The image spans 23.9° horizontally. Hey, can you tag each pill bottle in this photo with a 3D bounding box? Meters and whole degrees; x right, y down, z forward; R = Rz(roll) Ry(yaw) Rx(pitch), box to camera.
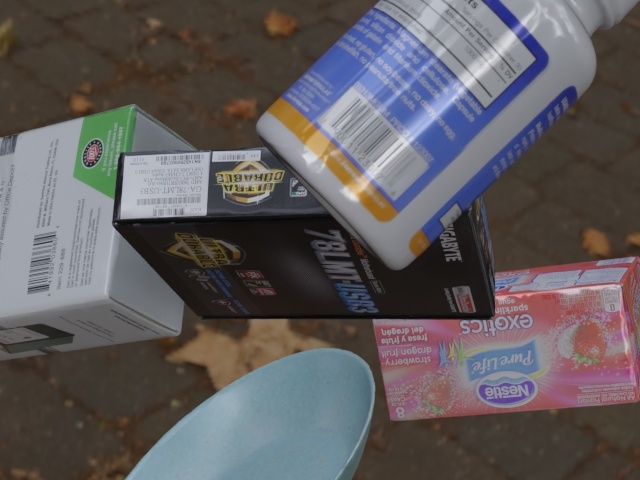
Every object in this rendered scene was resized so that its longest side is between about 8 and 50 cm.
[{"bbox_3d":[0.098,-0.122,1.077,0.152,0.272,0.152,45,-2,2],"label":"pill bottle"}]

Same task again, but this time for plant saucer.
[{"bbox_3d":[-0.042,0.139,0.826,0.037,0.195,0.195,52,25,-22],"label":"plant saucer"}]

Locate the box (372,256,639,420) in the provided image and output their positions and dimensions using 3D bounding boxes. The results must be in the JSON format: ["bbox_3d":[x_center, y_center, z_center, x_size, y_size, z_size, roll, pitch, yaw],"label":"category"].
[{"bbox_3d":[0.229,0.116,1.777,0.299,0.142,0.154,-7,8,21],"label":"box"}]

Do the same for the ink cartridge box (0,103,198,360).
[{"bbox_3d":[-0.281,0.001,1.562,0.121,0.289,0.211,33,55,-50],"label":"ink cartridge box"}]

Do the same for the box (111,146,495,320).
[{"bbox_3d":[0.000,0.000,1.326,0.293,0.295,0.073,0,71,10],"label":"box"}]
